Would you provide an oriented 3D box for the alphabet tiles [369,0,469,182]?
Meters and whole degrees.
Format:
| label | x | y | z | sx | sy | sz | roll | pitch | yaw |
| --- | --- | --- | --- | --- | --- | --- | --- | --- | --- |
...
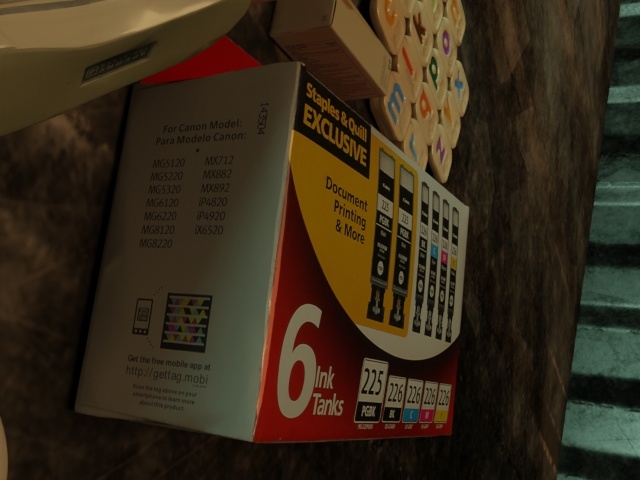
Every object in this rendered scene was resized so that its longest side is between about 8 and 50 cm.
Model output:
| label | x | y | z | sx | sy | sz | roll | pitch | yaw |
| --- | --- | --- | --- | --- | --- | --- | --- | --- | --- |
| alphabet tiles | 0.120 | -0.214 | 0.854 | 0.278 | 0.021 | 0.284 | 57 | 44 | -47 |

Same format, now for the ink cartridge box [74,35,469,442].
| label | x | y | z | sx | sy | sz | roll | pitch | yaw |
| --- | --- | --- | --- | --- | --- | --- | --- | --- | --- |
| ink cartridge box | 0.000 | 0.000 | 0.534 | 0.309 | 0.130 | 0.272 | 24 | 70 | -59 |

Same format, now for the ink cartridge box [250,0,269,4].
| label | x | y | z | sx | sy | sz | roll | pitch | yaw |
| --- | --- | --- | --- | --- | --- | --- | --- | --- | --- |
| ink cartridge box | -0.042 | -0.375 | 0.393 | 0.285 | 0.166 | 0.395 | 19 | 75 | -60 |

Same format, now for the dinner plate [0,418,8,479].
| label | x | y | z | sx | sy | sz | roll | pitch | yaw |
| --- | --- | --- | --- | --- | --- | --- | --- | --- | --- |
| dinner plate | -0.190 | 0.115 | 0.310 | 0.141 | 0.017 | 0.141 | -6 | 97 | -60 |

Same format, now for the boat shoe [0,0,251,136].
| label | x | y | z | sx | sy | sz | roll | pitch | yaw |
| --- | --- | --- | --- | --- | --- | --- | --- | --- | --- |
| boat shoe | -0.135 | -0.108 | 0.339 | 0.227 | 0.079 | 0.081 | -33 | 87 | -40 |

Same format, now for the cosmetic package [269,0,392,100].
| label | x | y | z | sx | sy | sz | roll | pitch | yaw |
| --- | --- | --- | --- | --- | --- | --- | --- | --- | --- |
| cosmetic package | 0.012 | -0.164 | 0.618 | 0.115 | 0.060 | 0.041 | 36 | 60 | -58 |
